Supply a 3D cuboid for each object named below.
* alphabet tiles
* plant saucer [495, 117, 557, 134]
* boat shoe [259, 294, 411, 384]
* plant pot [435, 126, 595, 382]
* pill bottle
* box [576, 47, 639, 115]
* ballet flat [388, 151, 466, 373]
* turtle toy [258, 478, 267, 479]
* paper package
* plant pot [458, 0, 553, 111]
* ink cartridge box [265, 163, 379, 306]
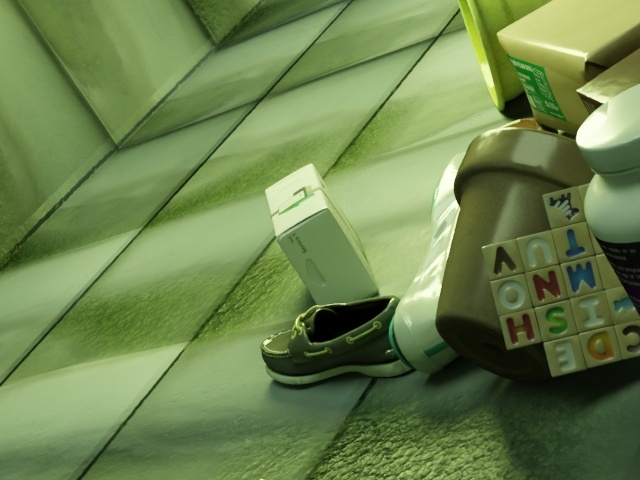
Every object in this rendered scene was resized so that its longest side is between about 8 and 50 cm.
[{"bbox_3d":[0.305,0.035,1.719,0.237,0.198,0.009,-14,-9,6],"label":"alphabet tiles"},{"bbox_3d":[0.288,-0.143,2.454,0.168,0.029,0.168,-27,20,11],"label":"plant saucer"},{"bbox_3d":[0.021,0.128,2.124,0.305,0.091,0.109,-9,30,47],"label":"boat shoe"},{"bbox_3d":[0.244,0.032,1.837,0.263,0.263,0.229,-2,52,55],"label":"plant pot"},{"bbox_3d":[0.376,0.007,1.535,0.181,0.323,0.181,-29,20,12],"label":"pill bottle"},{"bbox_3d":[0.475,-0.167,2.022,0.203,0.168,0.167,-33,20,-2],"label":"box"},{"bbox_3d":[0.205,0.013,2.054,0.139,0.139,0.400,-18,30,34],"label":"ballet flat"},{"bbox_3d":[-0.089,0.340,1.828,0.130,0.066,0.095,-49,2,-31],"label":"turtle toy"},{"bbox_3d":[0.463,-0.282,2.277,0.309,0.168,0.325,-29,20,-8],"label":"paper package"},{"bbox_3d":[0.371,-0.384,2.607,0.254,0.276,0.276,-19,21,3],"label":"plant pot"},{"bbox_3d":[0.000,0.000,2.356,0.092,0.160,0.219,-31,21,4],"label":"ink cartridge box"}]
